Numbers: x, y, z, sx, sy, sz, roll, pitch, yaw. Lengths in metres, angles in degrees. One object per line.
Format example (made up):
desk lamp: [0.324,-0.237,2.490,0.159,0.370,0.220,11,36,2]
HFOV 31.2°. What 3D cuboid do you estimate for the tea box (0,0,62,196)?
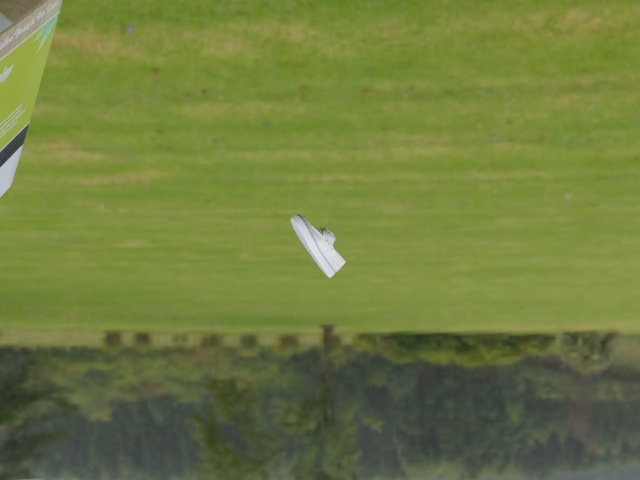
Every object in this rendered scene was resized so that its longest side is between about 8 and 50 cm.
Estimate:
tea box: [-0.521,-0.201,1.336,0.329,0.323,0.220,26,-146,0]

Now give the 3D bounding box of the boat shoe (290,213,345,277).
boat shoe: [0.000,0.000,1.332,0.100,0.035,0.035,56,171,-36]
